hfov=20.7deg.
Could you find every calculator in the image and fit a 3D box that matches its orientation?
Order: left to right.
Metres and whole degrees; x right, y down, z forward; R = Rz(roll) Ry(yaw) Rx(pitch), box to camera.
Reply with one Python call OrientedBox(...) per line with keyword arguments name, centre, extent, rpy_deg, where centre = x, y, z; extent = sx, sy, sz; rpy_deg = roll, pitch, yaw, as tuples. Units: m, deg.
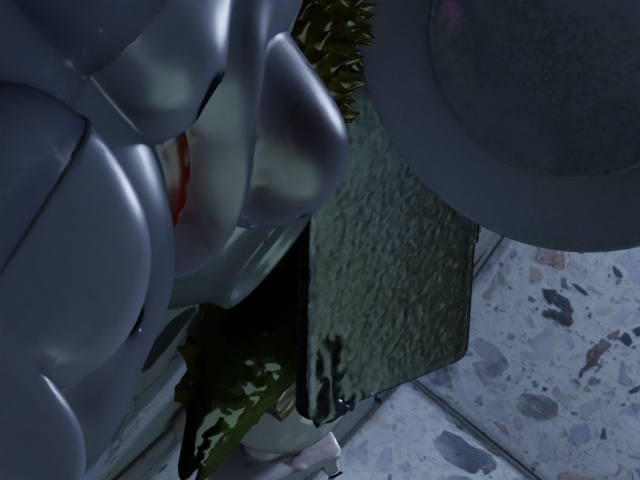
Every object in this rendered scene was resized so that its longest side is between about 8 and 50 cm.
OrientedBox(name="calculator", centre=(0.048, -0.012, 1.169), extent=(0.161, 0.021, 0.262), rpy_deg=(-17, 119, -39))

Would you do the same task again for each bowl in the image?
OrientedBox(name="bowl", centre=(-0.058, -0.019, 0.954), extent=(0.189, 0.086, 0.189), rpy_deg=(-49, 171, -11))

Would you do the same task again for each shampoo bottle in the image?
OrientedBox(name="shampoo bottle", centre=(0.165, -0.136, 0.974), extent=(0.273, 0.273, 0.266), rpy_deg=(-56, 176, 27))

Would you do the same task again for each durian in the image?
OrientedBox(name="durian", centre=(-0.023, -0.070, 0.829), extent=(0.208, 0.102, 0.146), rpy_deg=(-30, 145, -64))

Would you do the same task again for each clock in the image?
OrientedBox(name="clock", centre=(-0.087, -0.041, 0.501), extent=(0.254, 0.189, 0.189), rpy_deg=(-55, 175, -32))

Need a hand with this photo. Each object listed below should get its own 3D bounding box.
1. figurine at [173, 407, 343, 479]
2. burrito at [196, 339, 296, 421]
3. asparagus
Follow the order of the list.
OrientedBox(name="figurine", centre=(-0.047, 0.156, 1.632), extent=(0.257, 0.181, 0.145), rpy_deg=(96, -9, -64))
OrientedBox(name="burrito", centre=(0.020, 0.005, 1.420), extent=(0.299, 0.105, 0.143), rpy_deg=(-49, 168, -2))
OrientedBox(name="asparagus", centre=(0.000, 0.000, 1.226), extent=(0.382, 0.128, 0.108), rpy_deg=(-46, -165, -22))
